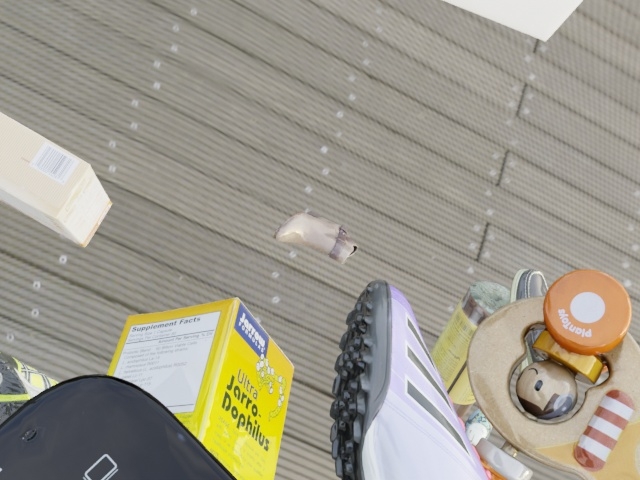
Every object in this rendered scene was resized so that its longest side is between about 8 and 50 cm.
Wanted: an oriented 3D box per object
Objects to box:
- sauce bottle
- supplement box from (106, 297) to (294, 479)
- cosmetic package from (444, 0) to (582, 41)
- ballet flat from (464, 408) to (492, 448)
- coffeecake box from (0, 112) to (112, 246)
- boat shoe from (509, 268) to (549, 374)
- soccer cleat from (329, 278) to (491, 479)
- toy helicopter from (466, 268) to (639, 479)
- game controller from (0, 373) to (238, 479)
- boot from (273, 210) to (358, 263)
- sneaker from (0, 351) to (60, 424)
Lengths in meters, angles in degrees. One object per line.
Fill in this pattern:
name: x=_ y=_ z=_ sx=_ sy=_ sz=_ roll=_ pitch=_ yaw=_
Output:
sauce bottle: x=0.224 y=0.225 z=1.261 sx=0.111 sy=0.344 sz=0.111 roll=18 pitch=33 yaw=-12
supplement box: x=-0.187 y=0.285 z=1.034 sx=0.195 sy=0.194 sz=0.356 roll=57 pitch=32 yaw=-41
cosmetic package: x=0.261 y=-0.489 z=1.232 sx=0.365 sy=0.155 sz=0.197 roll=11 pitch=47 yaw=-31
ballet flat: x=0.356 y=0.488 z=1.792 sx=0.070 sy=0.070 sz=0.188 roll=26 pitch=101 yaw=-13
coffeecake box: x=-0.319 y=-0.068 z=0.828 sx=0.142 sy=0.185 sz=0.068 roll=30 pitch=77 yaw=-3
boat shoe: x=0.334 y=0.148 z=1.105 sx=0.080 sy=0.073 sz=0.223 roll=7 pitch=75 yaw=-33
soccer cleat: x=0.075 y=0.173 z=0.540 sx=0.116 sy=0.108 sz=0.318 roll=5 pitch=52 yaw=-12
toy helicopter: x=0.263 y=0.221 z=0.740 sx=0.235 sy=0.140 sz=0.355 roll=-30 pitch=63 yaw=4
game controller: x=-0.162 y=0.210 z=0.320 sx=0.166 sy=0.067 sz=0.319 roll=46 pitch=69 yaw=2
boot: x=0.000 y=0.000 z=0.997 sx=0.087 sy=0.042 sz=0.118 roll=39 pitch=32 yaw=13
sneaker: x=-0.609 y=0.313 z=1.495 sx=0.385 sy=0.147 sz=0.145 roll=42 pitch=88 yaw=-15
